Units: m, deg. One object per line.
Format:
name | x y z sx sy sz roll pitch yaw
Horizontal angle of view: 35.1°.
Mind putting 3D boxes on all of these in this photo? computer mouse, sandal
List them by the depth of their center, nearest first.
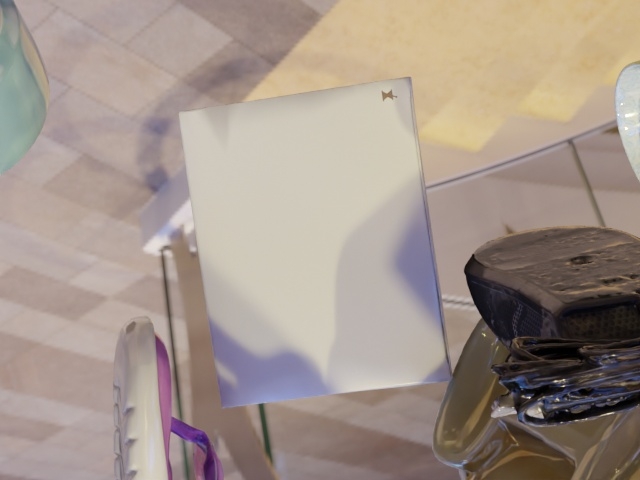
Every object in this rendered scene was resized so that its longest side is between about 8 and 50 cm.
computer mouse | 0.167 0.052 0.619 0.188 0.072 0.272 -12 -168 -5
sandal | -0.112 0.264 0.847 0.102 0.416 0.169 -6 -174 -18

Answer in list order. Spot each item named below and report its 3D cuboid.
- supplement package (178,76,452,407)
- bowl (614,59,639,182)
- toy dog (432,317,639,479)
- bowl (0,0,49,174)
supplement package | 0.000 0.000 0.921 0.204 0.262 0.145 -8 -178 5
bowl | 0.588 -0.163 1.524 0.156 0.289 0.289 -23 149 -5
toy dog | 0.297 0.287 0.814 0.408 0.395 0.284 31 168 -23
bowl | -0.470 -0.225 1.187 0.311 0.312 0.163 1 156 -21
